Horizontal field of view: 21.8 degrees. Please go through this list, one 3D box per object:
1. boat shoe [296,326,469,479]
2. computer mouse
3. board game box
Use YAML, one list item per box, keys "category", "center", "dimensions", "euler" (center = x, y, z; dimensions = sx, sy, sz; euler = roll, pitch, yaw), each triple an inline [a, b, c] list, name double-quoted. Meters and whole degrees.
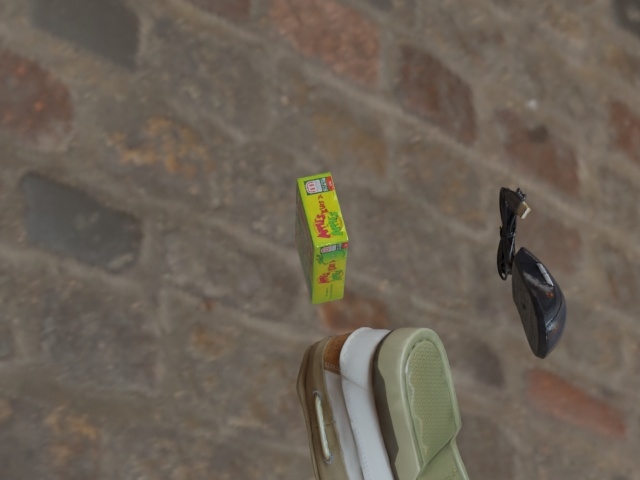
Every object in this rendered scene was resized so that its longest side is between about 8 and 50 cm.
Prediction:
- category: "boat shoe"
  center: [0.055, 0.212, 1.276]
  dimensions: [0.113, 0.103, 0.302]
  euler: [-21, 107, -56]
- category: "computer mouse"
  center: [0.312, 0.035, 2.395]
  dimensions: [0.262, 0.060, 0.184]
  euler: [-106, -169, -56]
- category: "board game box"
  center: [0.000, 0.000, 2.030]
  dimensions: [0.043, 0.181, 0.092]
  euler: [-12, 67, -6]
